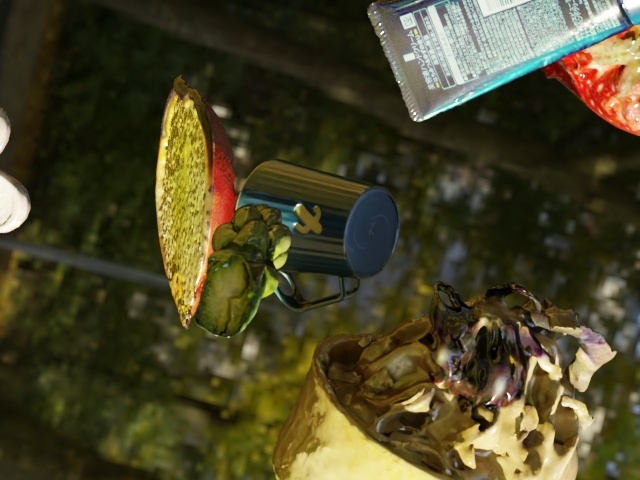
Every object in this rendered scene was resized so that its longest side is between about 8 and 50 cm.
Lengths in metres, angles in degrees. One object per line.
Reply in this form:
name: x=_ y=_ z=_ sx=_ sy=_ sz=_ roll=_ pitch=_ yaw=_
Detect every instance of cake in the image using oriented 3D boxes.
cake: x=0.144 y=0.172 z=2.018 sx=0.332 sy=0.332 sz=0.321 roll=-89 pitch=-157 yaw=-68

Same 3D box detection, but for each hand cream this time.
hand cream: x=0.183 y=-0.204 z=1.681 sx=0.120 sy=0.271 sz=0.061 roll=66 pitch=19 yaw=-14

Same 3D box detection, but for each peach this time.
peach: x=-0.125 y=-0.042 z=2.005 sx=0.189 sy=0.068 sz=0.279 roll=147 pitch=-59 yaw=-69

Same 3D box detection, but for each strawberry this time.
strawberry: x=0.385 y=-0.252 z=2.140 sx=0.220 sy=0.274 sz=0.274 roll=-61 pitch=170 yaw=-63

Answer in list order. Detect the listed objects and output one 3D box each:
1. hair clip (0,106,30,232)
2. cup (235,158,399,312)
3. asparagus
hair clip: x=-0.325 y=-0.098 z=1.409 sx=0.146 sy=0.257 sz=0.075 roll=-39 pitch=-174 yaw=16
cup: x=0.000 y=0.000 z=2.154 sx=0.131 sy=0.155 sz=0.176 roll=-21 pitch=114 yaw=-49
asparagus: x=-0.068 y=0.014 z=1.731 sx=0.287 sy=0.080 sz=0.080 roll=-70 pitch=176 yaw=-75
